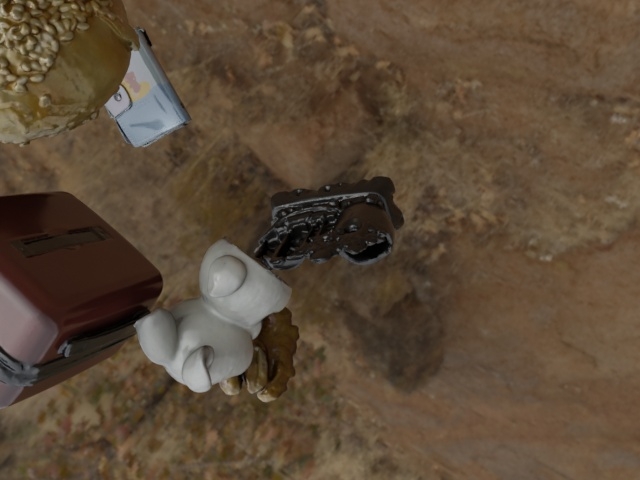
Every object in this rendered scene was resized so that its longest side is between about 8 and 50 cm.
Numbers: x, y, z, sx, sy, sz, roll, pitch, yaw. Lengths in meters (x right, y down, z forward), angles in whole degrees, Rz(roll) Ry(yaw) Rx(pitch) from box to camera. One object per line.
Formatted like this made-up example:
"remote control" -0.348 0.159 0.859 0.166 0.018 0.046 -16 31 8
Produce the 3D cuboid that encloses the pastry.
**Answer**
"pastry" -0.429 -0.289 1.302 0.184 0.316 0.284 82 167 -72

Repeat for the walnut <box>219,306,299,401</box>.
"walnut" -0.106 0.163 1.385 0.143 0.170 0.069 15 148 -16

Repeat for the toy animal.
"toy animal" -0.132 0.096 1.164 0.127 0.193 0.178 37 169 11

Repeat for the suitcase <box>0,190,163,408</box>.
"suitcase" -0.352 0.059 1.114 0.236 0.161 0.297 40 -165 8

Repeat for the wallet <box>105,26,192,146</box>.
"wallet" -0.386 -0.319 1.925 0.170 0.069 0.230 -23 103 22

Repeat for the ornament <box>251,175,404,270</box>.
"ornament" 0.000 0.000 1.394 0.251 0.260 0.106 -9 111 21
